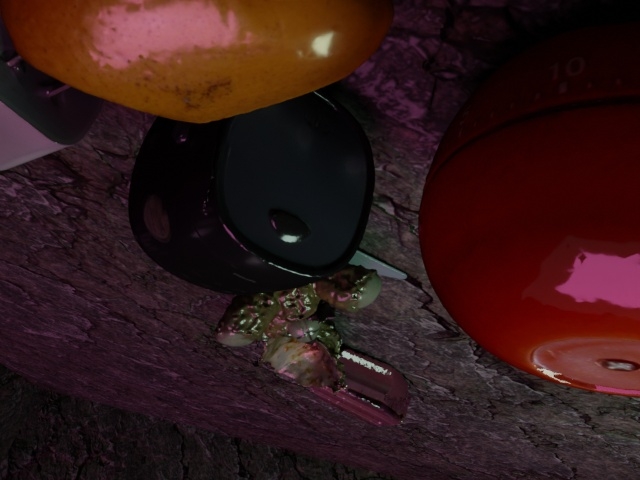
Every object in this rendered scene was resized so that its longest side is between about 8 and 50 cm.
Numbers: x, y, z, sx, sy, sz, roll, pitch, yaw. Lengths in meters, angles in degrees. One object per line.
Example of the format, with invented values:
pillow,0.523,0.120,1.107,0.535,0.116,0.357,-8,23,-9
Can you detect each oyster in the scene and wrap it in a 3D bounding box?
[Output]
oyster,-0.062,0.195,1.244,0.198,0.133,0.337,-10,135,18

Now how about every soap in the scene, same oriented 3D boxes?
soap,0.075,0.340,1.438,0.289,0.112,0.182,28,149,-17

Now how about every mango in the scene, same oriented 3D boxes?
mango,-0.110,-0.212,0.546,0.350,0.201,0.199,4,172,8

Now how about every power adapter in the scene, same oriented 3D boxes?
power adapter,-0.399,-0.198,0.785,0.255,0.124,0.187,-6,143,38

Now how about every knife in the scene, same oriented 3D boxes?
knife,-0.002,0.000,0.992,0.331,0.044,0.080,29,149,-25

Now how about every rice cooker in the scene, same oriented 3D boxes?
rice cooker,-0.083,-0.065,0.715,0.267,0.267,0.224,37,154,-29

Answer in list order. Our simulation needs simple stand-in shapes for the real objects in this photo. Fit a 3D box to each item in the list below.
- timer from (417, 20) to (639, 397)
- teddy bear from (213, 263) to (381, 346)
timer,0.283,-0.009,0.575,0.378,0.279,0.378,12,152,7
teddy bear,-0.052,0.097,1.010,0.267,0.156,0.256,-16,156,-11
